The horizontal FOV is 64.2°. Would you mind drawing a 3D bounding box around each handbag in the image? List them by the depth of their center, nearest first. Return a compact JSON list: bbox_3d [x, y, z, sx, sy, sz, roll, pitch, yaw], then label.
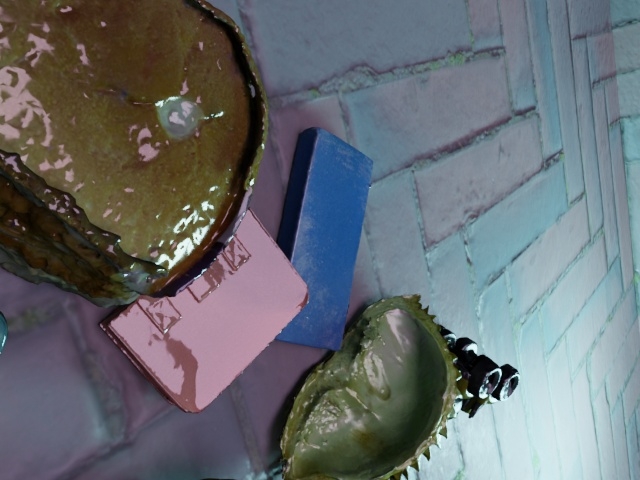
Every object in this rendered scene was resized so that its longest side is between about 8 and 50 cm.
[{"bbox_3d":[-0.127,0.077,0.604,0.212,0.059,0.157,-44,109,-28],"label":"handbag"}]

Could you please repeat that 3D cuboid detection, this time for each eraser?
[{"bbox_3d":[0.000,0.000,0.766,0.144,0.042,0.312,21,75,-43],"label":"eraser"}]

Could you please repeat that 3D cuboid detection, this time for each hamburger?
[{"bbox_3d":[-0.199,-0.109,0.454,0.318,0.195,0.277,54,52,-34],"label":"hamburger"}]

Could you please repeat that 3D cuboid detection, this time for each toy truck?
[{"bbox_3d":[0.266,0.277,0.988,0.224,0.147,0.166,25,96,-46],"label":"toy truck"}]

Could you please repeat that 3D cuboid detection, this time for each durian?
[{"bbox_3d":[0.089,0.244,0.784,0.394,0.163,0.198,-37,113,-33],"label":"durian"}]

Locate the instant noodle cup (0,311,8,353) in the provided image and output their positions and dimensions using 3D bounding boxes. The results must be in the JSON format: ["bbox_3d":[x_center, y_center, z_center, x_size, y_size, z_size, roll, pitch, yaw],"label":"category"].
[{"bbox_3d":[-0.358,0.096,0.377,0.179,0.070,0.157,36,66,-41],"label":"instant noodle cup"}]

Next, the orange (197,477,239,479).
[{"bbox_3d":[-0.133,0.369,0.537,0.240,0.171,0.241,-18,116,-40],"label":"orange"}]
